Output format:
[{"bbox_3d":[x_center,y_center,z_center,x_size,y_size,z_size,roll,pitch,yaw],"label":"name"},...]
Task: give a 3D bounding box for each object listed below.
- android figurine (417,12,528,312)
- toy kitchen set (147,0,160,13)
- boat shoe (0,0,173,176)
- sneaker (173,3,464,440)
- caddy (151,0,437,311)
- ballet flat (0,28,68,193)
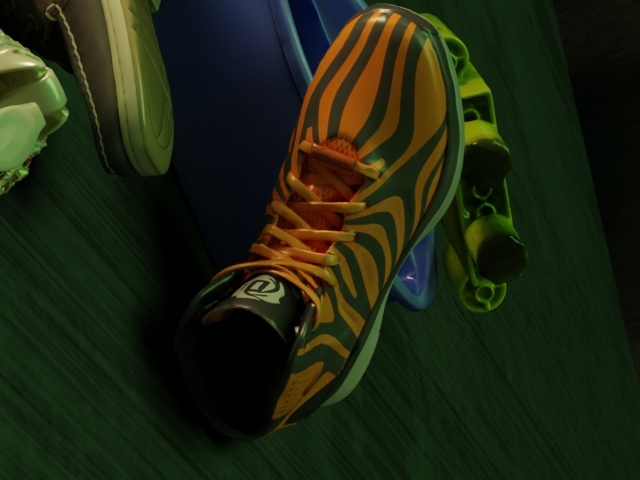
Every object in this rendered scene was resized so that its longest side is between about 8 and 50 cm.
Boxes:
[{"bbox_3d":[0.115,-0.071,1.499,0.273,0.056,0.248,-111,-172,-65],"label":"android figurine"},{"bbox_3d":[-0.141,-0.164,1.229,0.083,0.075,0.068,-85,153,-56],"label":"toy kitchen set"},{"bbox_3d":[-0.160,-0.157,1.113,0.103,0.092,0.285,72,2,-66],"label":"boat shoe"},{"bbox_3d":[0.000,0.000,1.217,0.180,0.124,0.321,-28,136,-65],"label":"sneaker"},{"bbox_3d":[-0.004,-0.095,1.422,0.241,0.179,0.341,-55,125,-70],"label":"caddy"},{"bbox_3d":[-0.181,-0.061,0.976,0.241,0.077,0.091,-77,144,-63],"label":"ballet flat"}]
